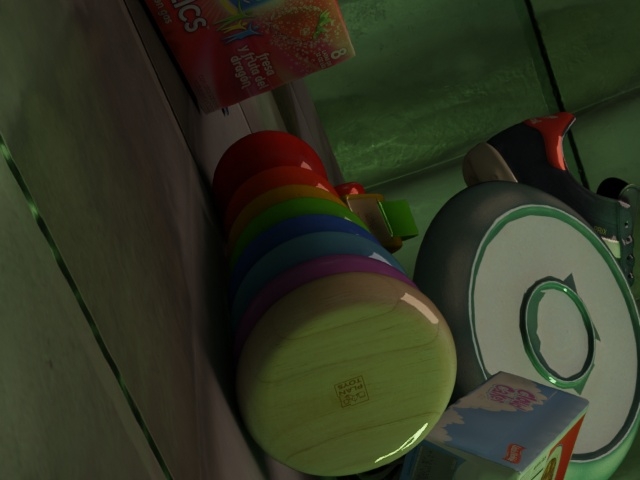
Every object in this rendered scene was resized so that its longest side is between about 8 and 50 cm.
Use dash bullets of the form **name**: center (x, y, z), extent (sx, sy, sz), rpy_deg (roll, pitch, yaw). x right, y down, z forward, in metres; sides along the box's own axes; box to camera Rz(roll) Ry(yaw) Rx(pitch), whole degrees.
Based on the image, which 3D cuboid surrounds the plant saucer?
- **plant saucer**: center (0.214, 0.090, 1.494), extent (0.317, 0.043, 0.318), rpy_deg (16, 65, -37)

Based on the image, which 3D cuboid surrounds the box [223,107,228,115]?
- **box**: center (-0.108, -0.226, 1.581), extent (0.225, 0.036, 0.136), rpy_deg (-100, 169, -62)

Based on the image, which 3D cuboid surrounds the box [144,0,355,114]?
- **box**: center (-0.090, -0.264, 1.254), extent (0.300, 0.142, 0.154), rpy_deg (64, 6, -53)

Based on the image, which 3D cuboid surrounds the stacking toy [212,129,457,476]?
- **stacking toy**: center (-0.018, 0.018, 1.097), extent (0.330, 0.141, 0.141), rpy_deg (-117, -176, -60)

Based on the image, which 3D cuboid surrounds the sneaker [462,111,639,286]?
- **sneaker**: center (0.299, 0.021, 1.679), extent (0.350, 0.148, 0.131), rpy_deg (59, -5, -11)

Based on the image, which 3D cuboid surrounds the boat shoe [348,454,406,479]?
- **boat shoe**: center (0.055, 0.144, 1.267), extent (0.340, 0.127, 0.158), rpy_deg (-63, 131, -84)

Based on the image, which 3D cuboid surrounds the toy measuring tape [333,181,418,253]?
- **toy measuring tape**: center (0.000, 0.000, 1.680), extent (0.330, 0.121, 0.121), rpy_deg (-6, 74, -62)

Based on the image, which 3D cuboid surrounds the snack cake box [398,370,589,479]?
- **snack cake box**: center (0.130, 0.207, 1.259), extent (0.264, 0.089, 0.152), rpy_deg (-15, 121, -69)
